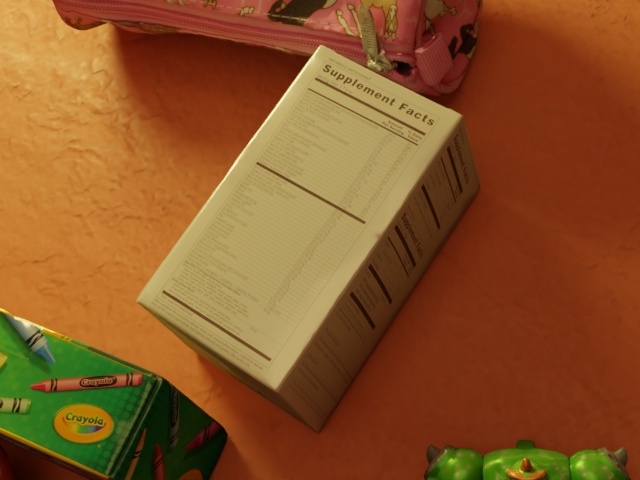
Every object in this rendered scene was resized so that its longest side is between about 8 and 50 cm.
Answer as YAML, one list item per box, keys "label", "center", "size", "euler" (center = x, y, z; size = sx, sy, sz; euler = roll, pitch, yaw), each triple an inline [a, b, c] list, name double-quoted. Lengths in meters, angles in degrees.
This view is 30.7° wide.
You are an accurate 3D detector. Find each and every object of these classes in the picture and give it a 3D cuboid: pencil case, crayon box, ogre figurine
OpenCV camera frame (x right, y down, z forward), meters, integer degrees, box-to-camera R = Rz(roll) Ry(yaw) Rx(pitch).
- label: "pencil case"
  center: [-0.054, -0.232, 0.998]
  size: [0.386, 0.167, 0.160]
  euler: [14, 103, 18]
- label: "crayon box"
  center: [-0.227, 0.114, 0.891]
  size: [0.278, 0.165, 0.081]
  euler: [19, 73, 19]
- label: "ogre figurine"
  center: [0.141, 0.202, 0.813]
  size: [0.197, 0.097, 0.118]
  euler: [-3, 85, 28]

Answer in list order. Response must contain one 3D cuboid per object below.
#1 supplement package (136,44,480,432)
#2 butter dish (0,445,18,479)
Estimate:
- label: "supplement package"
  center: [0.000, 0.000, 0.900]
  size: [0.139, 0.134, 0.244]
  euler: [31, 78, 23]
- label: "butter dish"
  center: [-0.264, 0.211, 0.886]
  size: [0.118, 0.160, 0.160]
  euler: [-3, 67, -13]
